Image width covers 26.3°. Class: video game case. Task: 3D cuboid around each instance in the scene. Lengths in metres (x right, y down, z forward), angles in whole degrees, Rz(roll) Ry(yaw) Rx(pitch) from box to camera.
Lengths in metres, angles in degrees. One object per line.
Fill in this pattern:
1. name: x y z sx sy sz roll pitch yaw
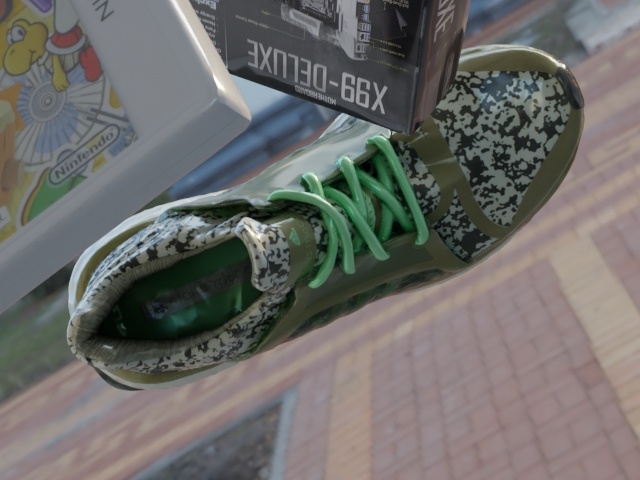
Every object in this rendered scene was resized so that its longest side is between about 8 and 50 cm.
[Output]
1. video game case: -0.157 -0.054 0.494 0.227 0.206 0.026 -36 -29 12

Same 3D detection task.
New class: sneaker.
1. sneaker: 0.000 0.000 0.935 0.410 0.158 0.182 -29 4 7

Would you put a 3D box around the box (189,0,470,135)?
1. box: -0.061 -0.215 0.763 0.076 0.307 0.242 -54 -23 -41
